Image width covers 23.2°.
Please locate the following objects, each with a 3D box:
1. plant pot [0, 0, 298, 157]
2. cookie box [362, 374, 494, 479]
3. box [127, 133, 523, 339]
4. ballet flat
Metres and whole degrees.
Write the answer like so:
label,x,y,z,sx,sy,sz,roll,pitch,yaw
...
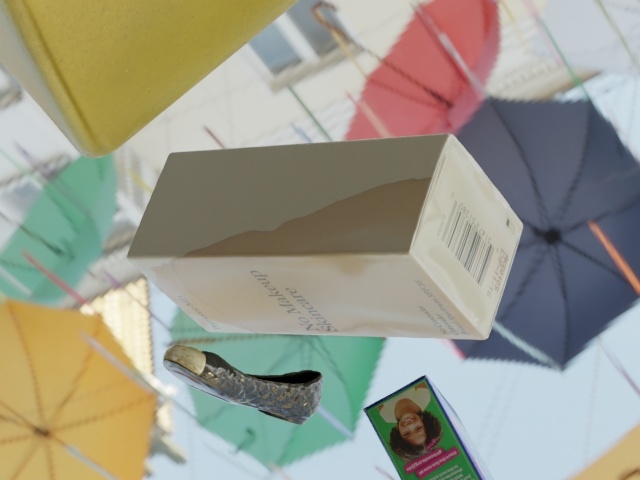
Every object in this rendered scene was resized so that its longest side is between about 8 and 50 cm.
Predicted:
label,x,y,z,sx,sy,sz,roll,pitch,yaw
plant pot,-0.112,-0.207,0.712,0.212,0.187,0.212,-40,-126,-6
cookie box,0.071,0.133,0.812,0.040,0.092,0.107,-31,-113,4
box,0.000,0.000,1.364,0.311,0.148,0.121,-2,-124,38
ballet flat,-0.064,0.110,1.278,0.057,0.173,0.049,15,-97,43
